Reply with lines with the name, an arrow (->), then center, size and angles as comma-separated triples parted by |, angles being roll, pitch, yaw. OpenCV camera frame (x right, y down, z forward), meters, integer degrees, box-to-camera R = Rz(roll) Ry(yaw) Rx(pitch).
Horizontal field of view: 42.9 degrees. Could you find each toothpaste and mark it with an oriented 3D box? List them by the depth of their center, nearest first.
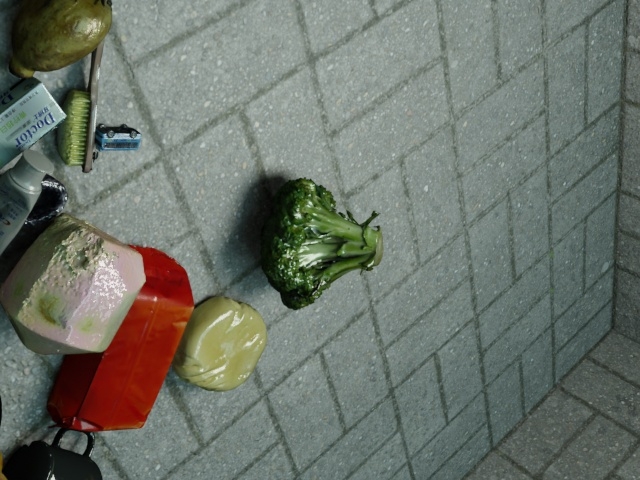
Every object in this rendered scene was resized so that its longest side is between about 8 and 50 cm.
toothpaste -> -0.578, -0.136, 1.338 | 0.336, 0.067, 0.081 | -44, 137, -16
toothpaste -> -0.547, -0.039, 1.375 | 0.096, 0.061, 0.266 | 40, 106, -9

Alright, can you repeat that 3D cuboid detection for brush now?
brush -> -0.415, -0.269, 1.423 | 0.067, 0.072, 0.312 | 1, 113, -30

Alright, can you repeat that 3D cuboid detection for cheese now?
cheese -> -0.236, 0.237, 1.884 | 0.214, 0.117, 0.226 | 40, 79, -46

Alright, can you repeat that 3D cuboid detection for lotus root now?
lotus root -> -0.424, -0.342, 1.314 | 0.214, 0.138, 0.138 | -47, 140, 4

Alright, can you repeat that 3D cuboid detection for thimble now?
thimble -> -0.509, -0.074, 1.447 | 0.104, 0.066, 0.095 | 7, 106, -47

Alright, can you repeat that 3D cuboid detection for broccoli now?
broccoli -> 0.000, 0.000, 1.845 | 0.321, 0.284, 0.303 | -43, 133, -65

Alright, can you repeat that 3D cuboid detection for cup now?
cup -> -0.553, 0.488, 1.699 | 0.176, 0.169, 0.223 | 44, 52, -42

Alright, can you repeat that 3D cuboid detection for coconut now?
coconut -> -0.457, 0.091, 1.473 | 0.233, 0.233, 0.245 | 35, 84, -50

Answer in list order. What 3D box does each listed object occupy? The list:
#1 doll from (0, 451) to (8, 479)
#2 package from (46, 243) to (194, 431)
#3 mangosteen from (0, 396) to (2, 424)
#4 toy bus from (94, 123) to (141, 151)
doll -> -0.647, 0.455, 1.491 | 0.162, 0.270, 0.166 | 27, 96, -43
package -> -0.409, 0.220, 1.687 | 0.196, 0.123, 0.423 | 12, 107, -50
mangosteen -> -0.692, 0.303, 1.308 | 0.347, 0.307, 0.307 | -54, 142, -29
toy bus -> -0.380, -0.191, 1.523 | 0.083, 0.038, 0.046 | -7, 121, -42
